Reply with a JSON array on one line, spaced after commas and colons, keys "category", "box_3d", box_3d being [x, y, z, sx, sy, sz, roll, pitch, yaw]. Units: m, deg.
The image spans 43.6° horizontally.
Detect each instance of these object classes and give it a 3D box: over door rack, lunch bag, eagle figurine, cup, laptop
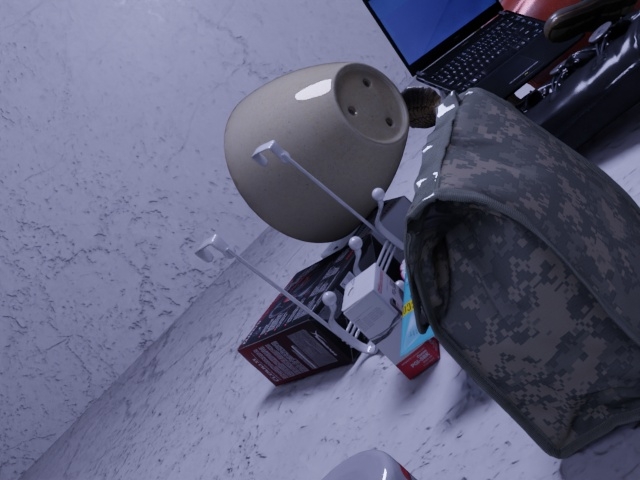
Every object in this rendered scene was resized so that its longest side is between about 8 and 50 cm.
[{"category": "over door rack", "box_3d": [0.000, 0.000, 1.266, 0.108, 0.324, 0.239, -48, 12, 54]}, {"category": "lunch bag", "box_3d": [0.187, 0.011, 0.736, 0.169, 0.287, 0.235, -38, 14, 33]}, {"category": "eagle figurine", "box_3d": [0.236, -0.215, 1.486, 0.298, 0.225, 0.226, -38, 32, 44]}, {"category": "cup", "box_3d": [0.025, -0.191, 1.457, 0.237, 0.331, 0.331, -35, 15, 48]}, {"category": "laptop", "box_3d": [0.249, -0.362, 1.302, 0.234, 0.136, 0.264, -39, 46, -19]}]

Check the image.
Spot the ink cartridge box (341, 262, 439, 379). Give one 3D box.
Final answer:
[{"category": "ink cartridge box", "box_3d": [0.098, 0.108, 1.094, 0.056, 0.135, 0.099, -41, 12, 18]}]

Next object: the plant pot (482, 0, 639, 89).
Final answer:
[{"category": "plant pot", "box_3d": [0.447, -0.412, 1.463, 0.265, 0.272, 0.272, -51, 9, 16]}]

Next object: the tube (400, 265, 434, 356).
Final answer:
[{"category": "tube", "box_3d": [0.132, 0.051, 0.987, 0.080, 0.052, 0.207, -41, 25, 33]}]

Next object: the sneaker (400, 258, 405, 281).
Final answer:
[{"category": "sneaker", "box_3d": [0.188, 0.059, 1.072, 0.111, 0.103, 0.252, -42, 20, 8]}]

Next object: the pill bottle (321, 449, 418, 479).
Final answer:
[{"category": "pill bottle", "box_3d": [0.071, 0.247, 0.573, 0.108, 0.180, 0.108, -43, 11, 10]}]

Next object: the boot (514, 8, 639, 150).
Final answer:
[{"category": "boot", "box_3d": [0.464, -0.275, 1.213, 0.367, 0.146, 0.445, -37, -8, -42]}]

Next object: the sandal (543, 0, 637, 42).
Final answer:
[{"category": "sandal", "box_3d": [0.425, -0.366, 1.264, 0.219, 0.060, 0.090, -22, -23, -27]}]

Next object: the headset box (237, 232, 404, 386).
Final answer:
[{"category": "headset box", "box_3d": [-0.006, 0.134, 1.444, 0.293, 0.110, 0.218, -30, 18, 52]}]

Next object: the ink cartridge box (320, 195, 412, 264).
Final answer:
[{"category": "ink cartridge box", "box_3d": [0.107, 0.000, 1.577, 0.153, 0.087, 0.208, -49, 12, -16]}]
